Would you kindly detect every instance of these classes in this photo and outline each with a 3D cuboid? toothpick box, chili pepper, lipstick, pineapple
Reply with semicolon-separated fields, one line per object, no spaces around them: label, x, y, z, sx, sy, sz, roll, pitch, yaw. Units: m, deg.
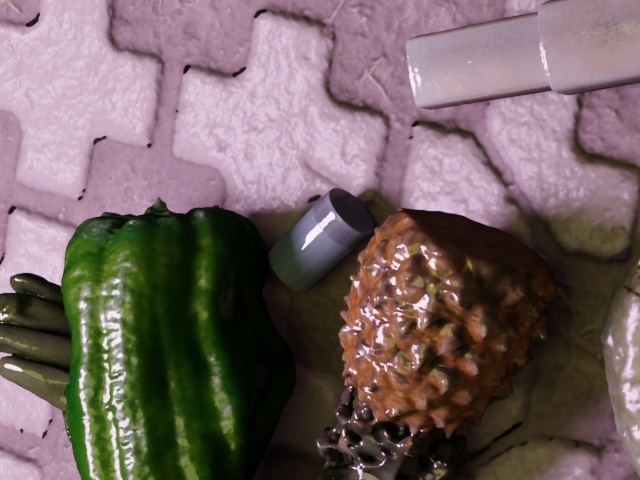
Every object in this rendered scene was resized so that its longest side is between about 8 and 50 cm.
toothpick box;0.000;0.000;1.698;0.083;0.052;0.052;-44;74;26
chili pepper;-0.108;0.149;1.683;0.168;0.213;0.384;-10;80;34
lipstick;0.194;-0.152;1.562;0.253;0.079;0.077;-9;91;31
pineapple;0.067;0.143;1.618;0.169;0.169;0.340;31;112;24

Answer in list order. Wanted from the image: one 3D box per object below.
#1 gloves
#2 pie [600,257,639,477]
gloves;-0.210;0.147;1.796;0.107;0.135;0.268;-32;97;-7
pie;0.352;0.102;1.499;0.306;0.071;0.306;2;94;26
